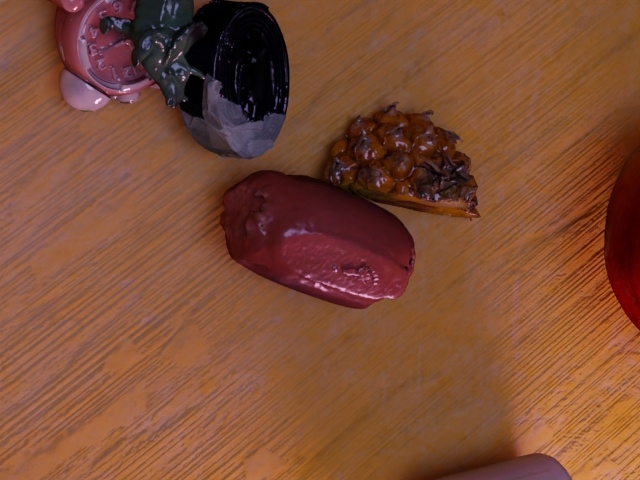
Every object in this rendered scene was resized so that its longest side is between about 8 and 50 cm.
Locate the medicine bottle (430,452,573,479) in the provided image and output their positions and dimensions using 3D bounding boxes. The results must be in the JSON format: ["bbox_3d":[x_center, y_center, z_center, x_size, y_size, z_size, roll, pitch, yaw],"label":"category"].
[{"bbox_3d":[0.212,0.409,1.989,0.292,0.170,0.170,-10,103,-23],"label":"medicine bottle"}]

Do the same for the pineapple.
[{"bbox_3d":[0.143,-0.109,1.880,0.249,0.164,0.140,12,86,-22],"label":"pineapple"}]

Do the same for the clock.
[{"bbox_3d":[-0.250,-0.246,1.720,0.165,0.092,0.162,-21,116,-26],"label":"clock"}]

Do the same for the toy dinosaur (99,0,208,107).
[{"bbox_3d":[-0.204,-0.294,1.633,0.120,0.079,0.292,-30,115,-26],"label":"toy dinosaur"}]

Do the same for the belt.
[{"bbox_3d":[-0.107,-0.198,1.763,0.151,0.078,0.199,-24,118,-49],"label":"belt"}]

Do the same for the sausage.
[{"bbox_3d":[0.000,0.000,1.838,0.279,0.152,0.152,21,90,-28],"label":"sausage"}]

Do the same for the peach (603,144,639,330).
[{"bbox_3d":[0.582,0.017,1.991,0.388,0.388,0.388,-4,101,-24],"label":"peach"}]
